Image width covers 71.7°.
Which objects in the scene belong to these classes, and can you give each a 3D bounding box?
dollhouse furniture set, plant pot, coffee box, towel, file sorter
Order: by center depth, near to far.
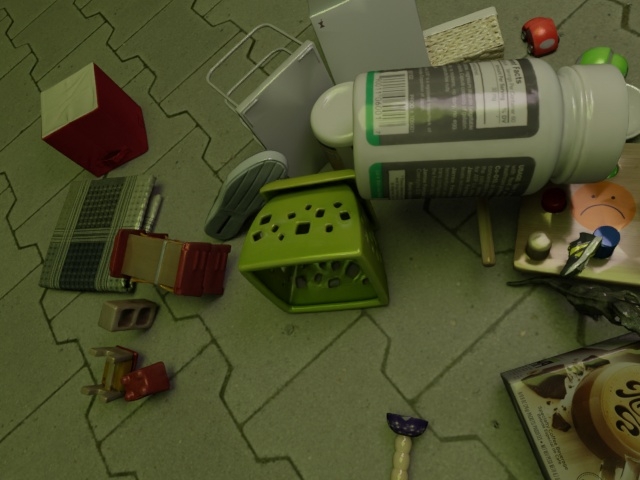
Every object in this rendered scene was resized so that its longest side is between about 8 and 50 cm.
[{"bbox_3d":[0.440,0.229,0.628,0.297,0.119,0.168,-23,75,10],"label":"coffee box"},{"bbox_3d":[0.000,0.000,0.849,0.227,0.228,0.207,-7,60,17],"label":"plant pot"},{"bbox_3d":[-0.353,0.169,0.967,0.201,0.152,0.374,12,90,23],"label":"dollhouse furniture set"},{"bbox_3d":[-0.081,-0.289,0.972,0.193,0.277,0.173,-44,56,-2],"label":"file sorter"},{"bbox_3d":[-0.578,-0.022,1.170,0.312,0.056,0.324,-1,70,23],"label":"towel"}]

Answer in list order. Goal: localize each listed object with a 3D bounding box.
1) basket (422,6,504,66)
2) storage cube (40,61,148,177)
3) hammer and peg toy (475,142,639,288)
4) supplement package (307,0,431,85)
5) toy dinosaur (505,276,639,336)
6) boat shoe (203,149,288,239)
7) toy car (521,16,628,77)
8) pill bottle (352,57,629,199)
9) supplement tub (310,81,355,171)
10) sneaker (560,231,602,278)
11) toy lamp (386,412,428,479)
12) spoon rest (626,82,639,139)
[{"bbox_3d":[0.311,-0.408,0.971,0.167,0.113,0.103,-15,66,14],"label":"basket"},{"bbox_3d":[-0.624,-0.329,1.230,0.184,0.193,0.215,-25,61,8],"label":"storage cube"},{"bbox_3d":[0.424,-0.051,0.768,0.361,0.127,0.266,7,72,23],"label":"hammer and peg toy"},{"bbox_3d":[0.099,-0.458,0.969,0.199,0.198,0.262,-19,36,12],"label":"supplement package"},{"bbox_3d":[0.426,0.094,0.691,0.118,0.268,0.064,14,93,-14],"label":"toy dinosaur"},{"bbox_3d":[-0.173,-0.111,0.960,0.302,0.109,0.094,-37,45,41],"label":"boat shoe"},{"bbox_3d":[0.511,-0.375,0.917,0.225,0.053,0.239,17,74,25],"label":"toy car"},{"bbox_3d":[0.236,-0.167,0.683,0.361,0.204,0.204,0,68,10],"label":"pill bottle"},{"bbox_3d":[0.074,-0.211,0.920,0.144,0.199,0.144,-7,66,16],"label":"supplement tub"},{"bbox_3d":[0.385,0.022,0.666,0.083,0.031,0.035,-46,48,-6],"label":"sneaker"},{"bbox_3d":[0.118,0.424,0.703,0.080,0.080,0.274,4,67,22],"label":"toy lamp"},{"bbox_3d":[0.479,-0.249,0.858,0.276,0.084,0.137,4,69,22],"label":"spoon rest"}]
